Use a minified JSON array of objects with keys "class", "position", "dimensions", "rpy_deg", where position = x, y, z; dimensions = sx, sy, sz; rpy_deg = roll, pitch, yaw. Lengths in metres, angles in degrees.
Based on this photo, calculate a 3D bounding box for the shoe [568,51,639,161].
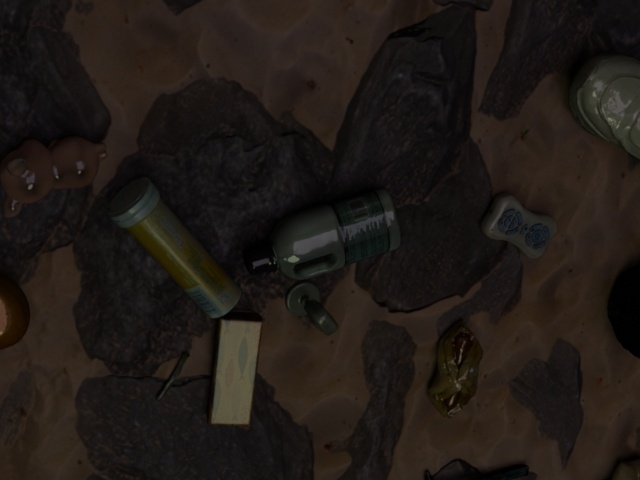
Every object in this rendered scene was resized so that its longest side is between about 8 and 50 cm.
[{"class":"shoe","position":[0.529,-0.156,1.711],"dimensions":[0.342,0.210,0.132],"rpy_deg":[32,96,-28]}]

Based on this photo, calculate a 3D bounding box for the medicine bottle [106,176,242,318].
[{"class":"medicine bottle","position":[-0.195,0.014,1.570],"dimensions":[0.074,0.074,0.218],"rpy_deg":[-41,121,-3]}]

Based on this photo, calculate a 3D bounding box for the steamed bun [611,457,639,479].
[{"class":"steamed bun","position":[0.558,0.478,2.024],"dimensions":[0.177,0.106,0.192],"rpy_deg":[-28,116,-11]}]

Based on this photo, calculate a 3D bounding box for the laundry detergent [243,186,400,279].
[{"class":"laundry detergent","position":[0.000,0.000,1.640],"dimensions":[0.225,0.070,0.099],"rpy_deg":[-19,122,-15]}]

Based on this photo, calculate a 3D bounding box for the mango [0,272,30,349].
[{"class":"mango","position":[-0.454,0.086,1.482],"dimensions":[0.165,0.089,0.115],"rpy_deg":[14,102,-23]}]

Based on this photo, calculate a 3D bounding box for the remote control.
[{"class":"remote control","position":[0.306,-0.022,1.775],"dimensions":[0.122,0.032,0.074],"rpy_deg":[24,100,-27]}]

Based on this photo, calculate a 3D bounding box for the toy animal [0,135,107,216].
[{"class":"toy animal","position":[-0.341,-0.092,1.464],"dimensions":[0.150,0.089,0.083],"rpy_deg":[-25,114,-22]}]

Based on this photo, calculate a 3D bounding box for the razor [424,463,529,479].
[{"class":"razor","position":[0.262,0.400,1.918],"dimensions":[0.190,0.033,0.066],"rpy_deg":[-7,113,-20]}]

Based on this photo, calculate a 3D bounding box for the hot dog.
[{"class":"hot dog","position":[0.214,0.212,1.810],"dimensions":[0.078,0.061,0.169],"rpy_deg":[-2,110,-20]}]

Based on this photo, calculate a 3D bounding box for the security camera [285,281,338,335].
[{"class":"security camera","position":[-0.010,0.102,1.662],"dimensions":[0.058,0.092,0.058],"rpy_deg":[-8,114,-19]}]

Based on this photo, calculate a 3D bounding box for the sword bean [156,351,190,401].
[{"class":"sword bean","position":[-0.212,0.196,1.664],"dimensions":[0.012,0.012,0.083],"rpy_deg":[29,96,-28]}]

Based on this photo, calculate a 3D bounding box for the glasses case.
[{"class":"glasses case","position":[-0.125,0.186,1.678],"dimensions":[0.064,0.041,0.170],"rpy_deg":[4,109,-11]}]

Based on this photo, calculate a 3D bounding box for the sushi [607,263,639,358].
[{"class":"sushi","position":[0.643,0.090,1.874],"dimensions":[0.350,0.171,0.211],"rpy_deg":[-21,114,-15]}]
